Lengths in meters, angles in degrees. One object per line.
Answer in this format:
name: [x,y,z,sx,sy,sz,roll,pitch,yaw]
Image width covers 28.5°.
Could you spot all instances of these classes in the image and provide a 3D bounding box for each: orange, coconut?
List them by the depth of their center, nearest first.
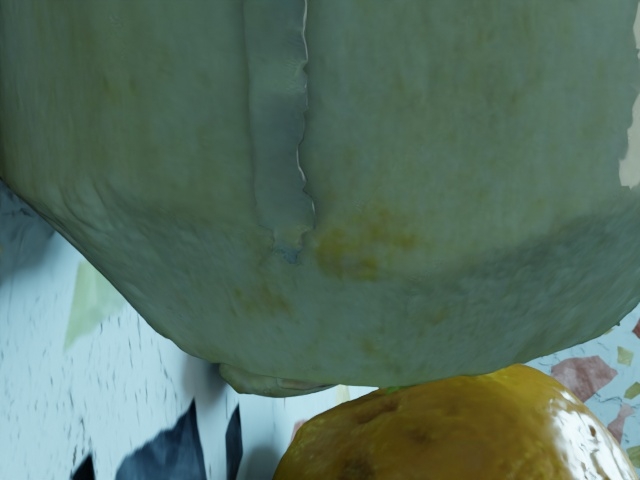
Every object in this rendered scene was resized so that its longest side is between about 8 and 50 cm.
coconut: [0.026,-0.115,0.465,0.323,0.323,0.322,0,90,-78]
orange: [0.088,0.201,0.832,0.261,0.261,0.261,0,90,-78]

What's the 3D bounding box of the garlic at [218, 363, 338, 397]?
garlic: [-0.006,0.003,0.779,0.115,0.128,0.206,120,-31,-64]
